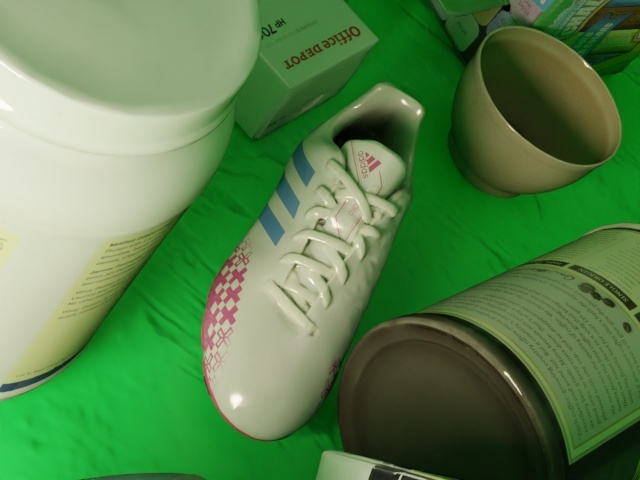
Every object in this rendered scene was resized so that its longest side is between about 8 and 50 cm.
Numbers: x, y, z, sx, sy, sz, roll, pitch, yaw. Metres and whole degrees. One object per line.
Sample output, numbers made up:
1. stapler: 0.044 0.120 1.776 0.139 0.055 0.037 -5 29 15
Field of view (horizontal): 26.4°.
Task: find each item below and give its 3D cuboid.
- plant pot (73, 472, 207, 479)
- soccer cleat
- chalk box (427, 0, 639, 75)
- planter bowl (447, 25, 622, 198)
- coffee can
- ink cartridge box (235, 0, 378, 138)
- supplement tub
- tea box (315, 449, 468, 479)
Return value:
1. plant pot: -0.172 0.261 0.708 0.195 0.290 0.290 2 48 12
2. soccer cleat: 0.000 0.000 1.072 0.116 0.143 0.331 30 47 -12
3. chalk box: 0.225 -0.281 1.404 0.289 0.179 0.180 -10 64 -39
4. planter bowl: 0.188 -0.107 1.301 0.162 0.109 0.162 18 49 -23
5. coffee can: 0.179 0.115 1.065 0.275 0.201 0.201 -21 71 -41
6. ink cartridge box: -0.064 -0.203 1.223 0.191 0.082 0.139 48 45 7
7. supplement tub: -0.196 -0.062 0.859 0.235 0.325 0.235 18 50 -23
8. tea box: 0.116 0.306 0.716 0.220 0.323 0.329 17 83 -22
